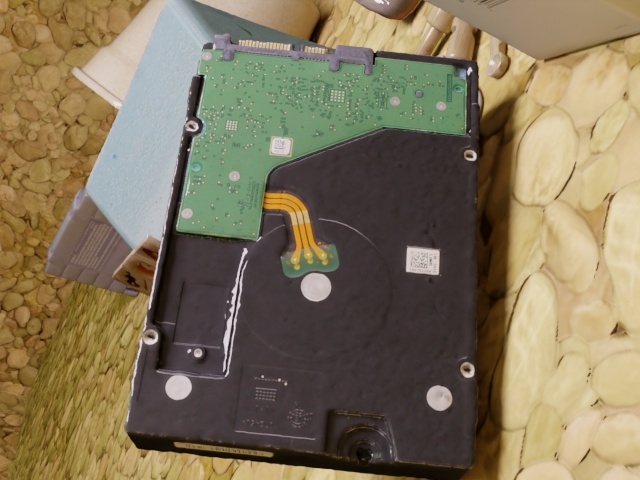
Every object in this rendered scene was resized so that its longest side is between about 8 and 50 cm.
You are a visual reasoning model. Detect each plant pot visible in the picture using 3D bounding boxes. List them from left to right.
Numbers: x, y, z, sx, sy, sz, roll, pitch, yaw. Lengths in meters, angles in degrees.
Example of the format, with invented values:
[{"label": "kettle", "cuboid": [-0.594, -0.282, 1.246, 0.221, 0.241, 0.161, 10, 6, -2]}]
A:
[{"label": "plant pot", "cuboid": [-0.172, -0.302, 1.333, 0.305, 0.334, 0.334, -56, 21, 4]}, {"label": "plant pot", "cuboid": [-0.054, -0.059, 0.863, 0.252, 0.247, 0.247, 52, 121, 39]}]

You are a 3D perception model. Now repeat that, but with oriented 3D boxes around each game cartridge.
[{"label": "game cartridge", "cuboid": [-0.453, 0.001, 1.813, 0.355, 0.230, 0.068, -44, 31, 48]}]

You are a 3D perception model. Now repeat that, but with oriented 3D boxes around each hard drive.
[{"label": "hard drive", "cuboid": [0.000, 0.000, 0.637, 0.064, 0.237, 0.338, 97, 178, -64]}]

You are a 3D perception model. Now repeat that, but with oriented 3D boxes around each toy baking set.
[{"label": "toy baking set", "cuboid": [0.140, -0.193, 0.790, 0.256, 0.030, 0.196, -55, 24, 32]}]

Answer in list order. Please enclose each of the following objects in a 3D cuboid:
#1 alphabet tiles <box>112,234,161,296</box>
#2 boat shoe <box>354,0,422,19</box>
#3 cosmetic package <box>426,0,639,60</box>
[{"label": "alphabet tiles", "cuboid": [-0.072, 0.069, 0.771, 0.198, 0.237, 0.009, -34, 31, 57]}, {"label": "boat shoe", "cuboid": [0.067, -0.392, 1.059, 0.123, 0.116, 0.324, -39, 52, 27]}, {"label": "cosmetic package", "cuboid": [0.144, -0.285, 0.591, 0.138, 0.224, 0.224, 4, 74, 69]}]
